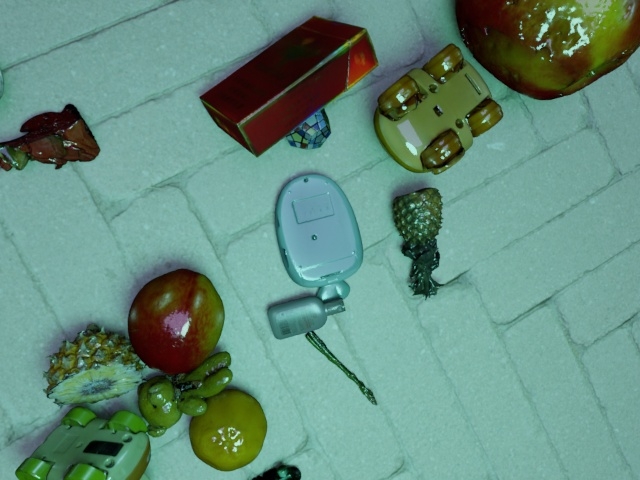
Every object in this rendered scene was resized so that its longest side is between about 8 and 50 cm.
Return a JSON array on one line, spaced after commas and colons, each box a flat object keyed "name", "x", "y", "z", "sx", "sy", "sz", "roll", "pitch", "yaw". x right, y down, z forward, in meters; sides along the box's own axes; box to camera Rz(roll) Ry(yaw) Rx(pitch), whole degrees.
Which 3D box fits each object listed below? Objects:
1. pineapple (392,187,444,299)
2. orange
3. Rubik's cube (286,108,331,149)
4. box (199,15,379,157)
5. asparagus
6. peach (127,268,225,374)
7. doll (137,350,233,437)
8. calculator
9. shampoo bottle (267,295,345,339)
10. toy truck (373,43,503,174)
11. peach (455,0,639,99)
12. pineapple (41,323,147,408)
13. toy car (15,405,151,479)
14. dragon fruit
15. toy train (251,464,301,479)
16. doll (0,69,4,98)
[{"name": "pineapple", "x": 0.232, "y": 0.009, "z": 1.007, "sx": 0.125, "sy": 0.125, "sz": 0.250, "roll": -10, "pitch": 96, "yaw": -11}, {"name": "orange", "x": -0.185, "y": 0.385, "z": 0.898, "sx": 0.159, "sy": 0.136, "sz": 0.158, "roll": 1, "pitch": 87, "yaw": -10}, {"name": "Rubik's cube", "x": -0.030, "y": -0.249, "z": 0.958, "sx": 0.111, "sy": 0.111, "sz": 0.093, "roll": -39, "pitch": 72, "yaw": -9}, {"name": "box", "x": -0.066, "y": -0.320, "z": 0.897, "sx": 0.313, "sy": 0.197, "sz": 0.089, "roll": -40, "pitch": 134, "yaw": -9}, {"name": "asparagus", "x": 0.051, "y": 0.289, "z": 1.005, "sx": 0.233, "sy": 0.022, "sz": 0.023, "roll": 46, "pitch": 37, "yaw": -5}, {"name": "peach", "x": -0.279, "y": 0.163, "z": 0.857, "sx": 0.198, "sy": 0.197, "sz": 0.197, "roll": 0, "pitch": 89, "yaw": -11}, {"name": "doll", "x": -0.274, "y": 0.288, "z": 0.882, "sx": 0.210, "sy": 0.137, "sz": 0.097, "roll": -33, "pitch": 138, "yaw": 1}, {"name": "calculator", "x": 0.000, "y": 0.000, "z": 0.987, "sx": 0.186, "sy": 0.041, "sz": 0.298, "roll": -14, "pitch": 93, "yaw": -11}, {"name": "shampoo bottle", "x": -0.028, "y": 0.161, "z": 0.968, "sx": 0.165, "sy": 0.040, "sz": 0.079, "roll": -16, "pitch": 102, "yaw": -2}, {"name": "toy truck", "x": 0.240, "y": -0.269, "z": 0.954, "sx": 0.288, "sy": 0.212, "sz": 0.204, "roll": -41, "pitch": 96, "yaw": -13}, {"name": "peach", "x": 0.479, "y": -0.520, "z": 0.940, "sx": 0.354, "sy": 0.339, "sz": 0.416, "roll": -23, "pitch": 89, "yaw": -11}, {"name": "pineapple", "x": -0.442, "y": 0.224, "z": 0.864, "sx": 0.176, "sy": 0.161, "sz": 0.136, "roll": -19, "pitch": 56, "yaw": -8}, {"name": "toy car", "x": -0.418, "y": 0.447, "z": 0.843, "sx": 0.236, "sy": 0.145, "sz": 0.234, "roll": 8, "pitch": 122, "yaw": 13}, {"name": "dragon fruit", "x": -0.546, "y": -0.201, "z": 0.853, "sx": 0.193, "sy": 0.092, "sz": 0.122, "roll": -17, "pitch": 93, "yaw": -11}, {"name": "toy train", "x": -0.071, "y": 0.571, "z": 0.956, "sx": 0.111, "sy": 0.071, "sz": 0.170, "roll": -25, "pitch": 95, "yaw": -1}, {"name": "doll", "x": -0.744, "y": -0.287, "z": 0.799, "sx": 0.288, "sy": 0.151, "sz": 0.150, "roll": -9, "pitch": 91, "yaw": -5}]
